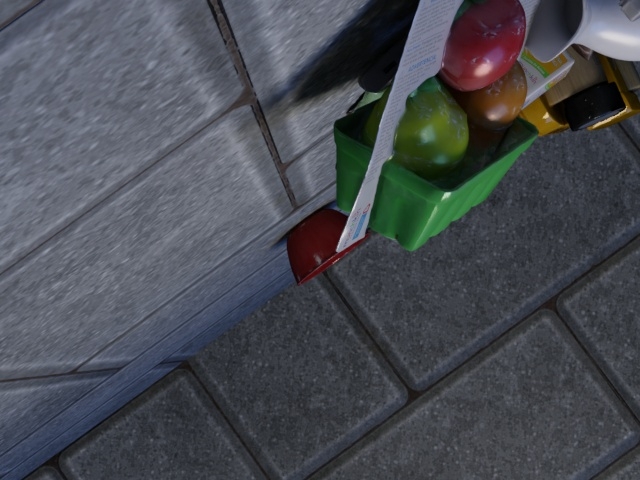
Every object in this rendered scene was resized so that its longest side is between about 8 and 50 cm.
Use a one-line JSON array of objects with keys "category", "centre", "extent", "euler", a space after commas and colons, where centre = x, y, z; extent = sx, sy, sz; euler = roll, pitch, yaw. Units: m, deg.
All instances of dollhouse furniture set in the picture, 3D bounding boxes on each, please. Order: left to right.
[{"category": "dollhouse furniture set", "centre": [0.111, -0.187, 1.584], "extent": [0.151, 0.058, 0.076], "euler": [-33, 174, -34]}]

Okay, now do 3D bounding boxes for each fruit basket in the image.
[{"category": "fruit basket", "centre": [0.140, -0.184, 1.286], "extent": [0.327, 0.165, 0.353], "euler": [-33, 142, -48]}]

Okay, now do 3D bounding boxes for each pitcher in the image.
[{"category": "pitcher", "centre": [0.358, -0.293, 1.397], "extent": [0.207, 0.125, 0.178], "euler": [-7, 140, -28]}]

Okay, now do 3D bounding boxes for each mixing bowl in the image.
[{"category": "mixing bowl", "centre": [0.000, 0.000, 2.377], "extent": [0.181, 0.098, 0.181], "euler": [-35, 174, -4]}]

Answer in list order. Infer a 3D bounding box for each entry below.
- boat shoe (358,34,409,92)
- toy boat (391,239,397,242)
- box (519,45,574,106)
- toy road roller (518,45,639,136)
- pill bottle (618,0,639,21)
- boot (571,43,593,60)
[{"category": "boat shoe", "centre": [0.085, -0.209, 1.383], "extent": [0.100, 0.035, 0.035], "euler": [-41, -156, -3]}, {"category": "toy boat", "centre": [0.182, -0.104, 2.351], "extent": [0.267, 0.148, 0.318], "euler": [-34, 174, -27]}, {"category": "box", "centre": [0.268, -0.243, 1.807], "extent": [0.203, 0.114, 0.103], "euler": [-36, 174, 1]}, {"category": "toy road roller", "centre": [0.388, -0.266, 2.017], "extent": [0.240, 0.202, 0.329], "euler": [-25, 176, 27]}, {"category": "pill bottle", "centre": [0.271, -0.289, 1.118], "extent": [0.087, 0.160, 0.087], "euler": [-36, 176, -3]}, {"category": "boot", "centre": [0.383, -0.328, 1.802], "extent": [0.037, 0.114, 0.106], "euler": [-36, 175, 1]}]
